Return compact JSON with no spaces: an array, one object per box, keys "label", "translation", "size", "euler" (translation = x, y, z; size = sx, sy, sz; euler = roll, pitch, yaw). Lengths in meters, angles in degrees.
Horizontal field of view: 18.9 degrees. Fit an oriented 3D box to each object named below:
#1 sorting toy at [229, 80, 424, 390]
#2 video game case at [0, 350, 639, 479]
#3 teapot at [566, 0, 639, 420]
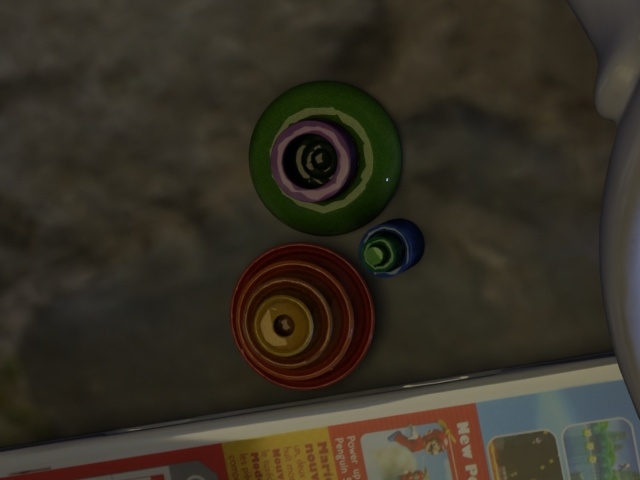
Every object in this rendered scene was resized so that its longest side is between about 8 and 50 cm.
[{"label":"sorting toy","translation":[0.000,0.000,0.614],"size":[0.061,0.042,0.102],"euler":[6,96,12]},{"label":"video game case","translation":[0.012,0.152,0.633],"size":[0.285,0.025,0.204],"euler":[-10,92,13]},{"label":"teapot","translation":[0.204,-0.014,0.502],"size":[0.253,0.187,0.256],"euler":[-13,110,40]}]
